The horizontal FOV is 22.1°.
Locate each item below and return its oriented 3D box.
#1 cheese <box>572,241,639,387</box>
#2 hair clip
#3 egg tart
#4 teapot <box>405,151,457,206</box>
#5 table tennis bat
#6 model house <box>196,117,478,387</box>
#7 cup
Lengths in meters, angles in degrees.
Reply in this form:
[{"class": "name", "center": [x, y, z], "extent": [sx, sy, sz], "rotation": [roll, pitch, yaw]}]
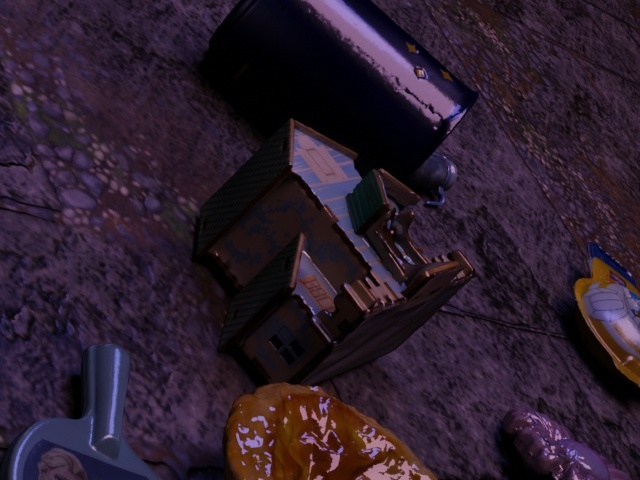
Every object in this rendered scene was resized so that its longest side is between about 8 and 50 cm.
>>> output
[{"class": "cheese", "center": [0.373, 0.095, 2.041], "extent": [0.177, 0.069, 0.270], "rotation": [37, 26, -19]}, {"class": "hair clip", "center": [0.256, 0.266, 1.597], "extent": [0.173, 0.069, 0.300], "rotation": [37, 26, -20]}, {"class": "egg tart", "center": [0.007, 0.217, 1.235], "extent": [0.241, 0.106, 0.241], "rotation": [33, 29, -21]}, {"class": "teapot", "center": [0.127, -0.080, 1.939], "extent": [0.083, 0.049, 0.063], "rotation": [16, 38, -48]}, {"class": "table tennis bat", "center": [-0.155, 0.162, 1.145], "extent": [0.149, 0.038, 0.237], "rotation": [33, 30, -26]}, {"class": "model house", "center": [0.000, 0.000, 1.478], "extent": [0.206, 0.178, 0.271], "rotation": [51, 28, 13]}, {"class": "cup", "center": [0.004, -0.166, 1.805], "extent": [0.256, 0.255, 0.178], "rotation": [42, 62, -3]}]
